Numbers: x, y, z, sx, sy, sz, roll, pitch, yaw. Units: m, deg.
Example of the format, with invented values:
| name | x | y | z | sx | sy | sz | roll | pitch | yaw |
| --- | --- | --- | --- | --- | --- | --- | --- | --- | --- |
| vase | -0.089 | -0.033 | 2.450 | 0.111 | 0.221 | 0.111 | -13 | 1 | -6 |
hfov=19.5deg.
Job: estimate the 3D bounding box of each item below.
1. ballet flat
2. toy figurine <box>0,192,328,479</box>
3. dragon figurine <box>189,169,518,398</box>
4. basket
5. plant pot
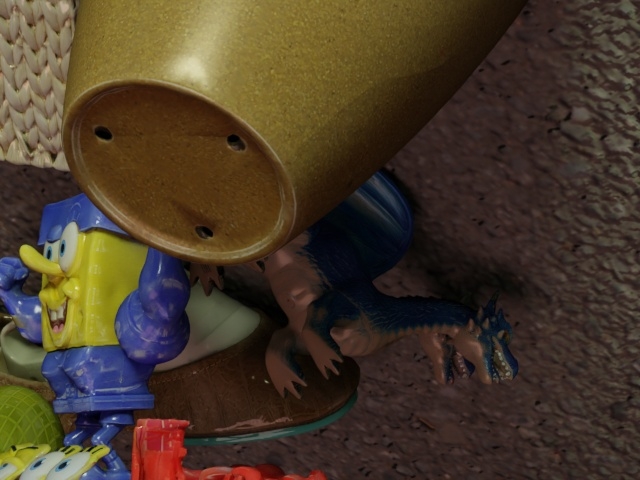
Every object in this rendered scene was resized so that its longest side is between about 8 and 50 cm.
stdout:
| name | x | y | z | sx | sy | sz | roll | pitch | yaw |
| --- | --- | --- | --- | --- | --- | --- | --- | --- | --- |
| ballet flat | -0.133 | 0.079 | 1.337 | 0.342 | 0.116 | 0.124 | -6 | 112 | 38 |
| toy figurine | -0.115 | 0.050 | 1.145 | 0.191 | 0.217 | 0.362 | 7 | 171 | -24 |
| dragon figurine | 0.000 | 0.000 | 1.174 | 0.289 | 0.144 | 0.085 | 51 | 140 | 1 |
| basket | -0.170 | -0.133 | 1.102 | 0.103 | 0.113 | 0.167 | 13 | 139 | 9 |
| plant pot | -0.023 | -0.118 | 0.926 | 0.237 | 0.254 | 0.237 | 15 | 139 | 14 |
